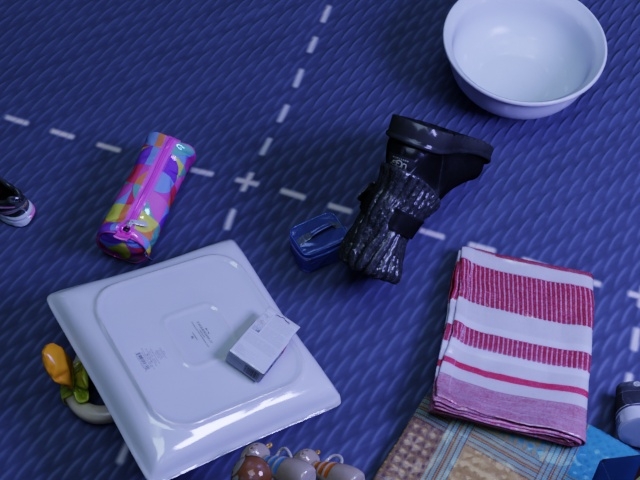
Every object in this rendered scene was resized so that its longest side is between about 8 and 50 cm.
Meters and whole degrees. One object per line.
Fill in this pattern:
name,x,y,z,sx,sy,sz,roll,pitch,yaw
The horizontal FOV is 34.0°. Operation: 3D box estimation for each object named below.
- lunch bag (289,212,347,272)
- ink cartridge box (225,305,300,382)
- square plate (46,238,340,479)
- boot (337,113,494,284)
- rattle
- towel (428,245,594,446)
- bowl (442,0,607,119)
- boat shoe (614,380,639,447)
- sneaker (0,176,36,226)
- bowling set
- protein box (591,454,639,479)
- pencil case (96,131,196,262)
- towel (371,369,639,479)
lunch bag,0.000,0.000,1.741,0.098,0.065,0.067,-26,62,-16
ink cartridge box,-0.086,0.155,1.574,0.063,0.029,0.115,34,45,8
square plate,-0.184,0.157,1.584,0.344,0.049,0.347,-17,59,-35
boot,0.156,-0.065,1.737,0.131,0.348,0.260,23,100,26
rattle,-0.297,0.205,1.565,0.199,0.143,0.130,16,44,14
towel,0.310,0.155,1.647,0.237,0.037,0.329,12,51,5
bowl,0.363,-0.324,1.914,0.297,0.134,0.298,1,58,-1
boat shoe,0.601,0.259,1.577,0.306,0.113,0.105,-2,44,13
sneaker,-0.568,-0.089,1.771,0.178,0.077,0.072,15,58,8
bowling set,-0.088,0.344,1.438,0.154,0.200,0.287,10,43,42
protein box,0.455,0.427,1.403,0.201,0.136,0.200,40,61,-12
pencil case,-0.292,-0.073,1.758,0.104,0.104,0.236,14,58,7
towel,0.295,0.355,1.548,0.370,0.040,0.271,28,60,17
